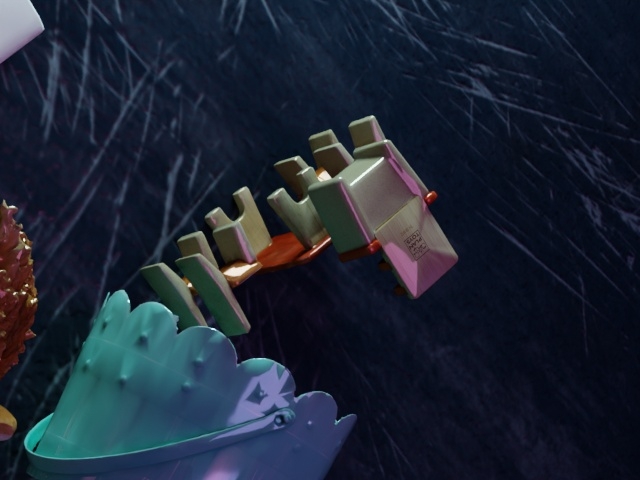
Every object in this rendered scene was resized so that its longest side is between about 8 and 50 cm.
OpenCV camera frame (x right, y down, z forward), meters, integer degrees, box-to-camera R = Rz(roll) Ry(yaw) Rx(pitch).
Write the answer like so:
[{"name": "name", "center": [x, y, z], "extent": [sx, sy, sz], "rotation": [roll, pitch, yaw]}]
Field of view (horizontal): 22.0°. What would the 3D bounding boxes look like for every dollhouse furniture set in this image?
[{"name": "dollhouse furniture set", "center": [0.000, 0.000, 1.613], "extent": [0.262, 0.259, 0.135], "rotation": [-40, 105, -33]}]

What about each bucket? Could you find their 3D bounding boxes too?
[{"name": "bucket", "center": [-0.123, 0.186, 1.499], "extent": [0.281, 0.281, 0.183], "rotation": [36, 75, -35]}]

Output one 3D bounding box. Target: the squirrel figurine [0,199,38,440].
[{"name": "squirrel figurine", "center": [-0.356, 0.111, 1.224], "extent": [0.370, 0.397, 0.281], "rotation": [-14, 89, -53]}]

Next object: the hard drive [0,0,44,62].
[{"name": "hard drive", "center": [-0.423, -0.182, 1.385], "extent": [0.353, 0.047, 0.233], "rotation": [-44, 116, -32]}]
